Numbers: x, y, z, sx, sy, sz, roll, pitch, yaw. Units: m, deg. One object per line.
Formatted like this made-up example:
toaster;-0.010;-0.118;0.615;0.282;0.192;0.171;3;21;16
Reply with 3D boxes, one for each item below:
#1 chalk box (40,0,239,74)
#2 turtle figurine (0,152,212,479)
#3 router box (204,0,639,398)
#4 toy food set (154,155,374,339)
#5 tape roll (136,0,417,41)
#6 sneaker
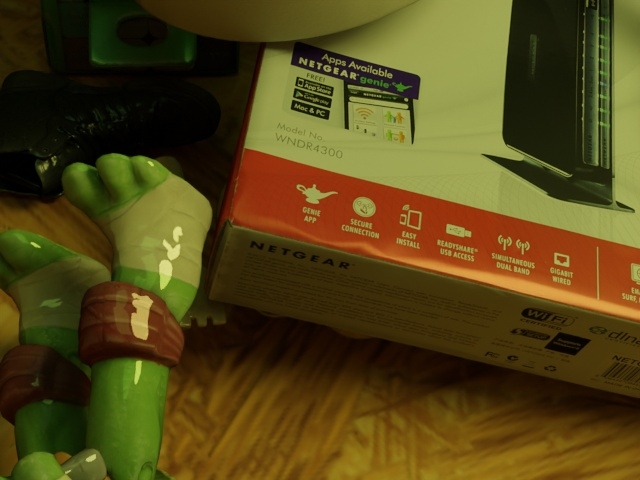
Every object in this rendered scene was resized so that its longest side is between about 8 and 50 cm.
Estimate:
chalk box;-0.118;-0.198;0.741;0.132;0.132;0.213;-1;50;-8
turtle figurine;-0.141;0.095;0.451;0.274;0.198;0.266;5;57;-6
router box;0.125;-0.075;0.642;0.335;0.082;0.301;13;58;-7
toy food set;0.000;0.000;0.644;0.192;0.039;0.132;-5;56;-18
tape roll;-0.024;-0.246;0.562;0.246;0.169;0.246;-8;55;11
sneaker;-0.151;-0.058;0.679;0.170;0.051;0.089;6;50;5
